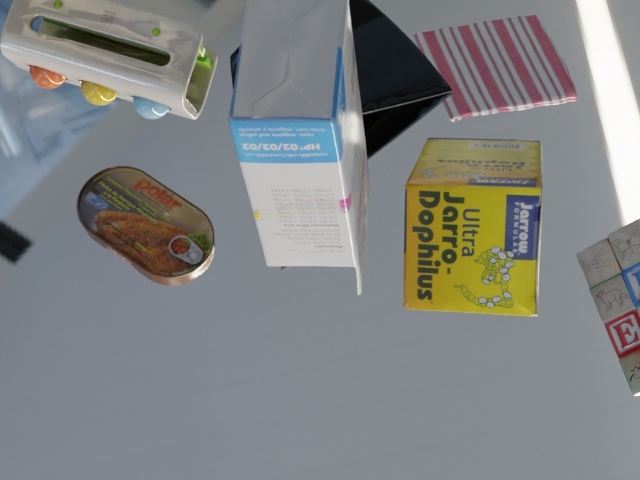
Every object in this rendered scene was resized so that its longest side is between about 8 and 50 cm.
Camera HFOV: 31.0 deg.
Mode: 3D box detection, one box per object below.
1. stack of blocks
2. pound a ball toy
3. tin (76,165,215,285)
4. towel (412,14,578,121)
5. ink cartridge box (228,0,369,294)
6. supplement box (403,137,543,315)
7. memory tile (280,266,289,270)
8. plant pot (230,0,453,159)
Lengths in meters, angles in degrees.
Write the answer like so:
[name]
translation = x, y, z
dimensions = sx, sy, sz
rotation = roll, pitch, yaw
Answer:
[stack of blocks]
translation = 0.436, 0.028, 1.198
dimensions = 0.297, 0.171, 0.087
rotation = -32, 156, 35
[pound a ball toy]
translation = -0.324, -0.267, 1.584
dimensions = 0.319, 0.135, 0.208
rotation = 16, 175, 7
[tin]
translation = -0.214, -0.019, 1.426
dimensions = 0.190, 0.040, 0.106
rotation = 34, -106, 17
[towel]
translation = 0.233, -0.229, 1.540
dimensions = 0.197, 0.144, 0.029
rotation = -11, 152, -17
[ink cartridge box]
translation = -0.008, -0.054, 0.709
dimensions = 0.062, 0.181, 0.104
rotation = 0, -125, 8
[supplement box]
translation = 0.243, -0.033, 1.782
dimensions = 0.195, 0.194, 0.356
rotation = 2, -165, 10
[memory tile]
translation = 0.000, 0.000, 1.833
dimensions = 0.148, 0.012, 0.113
rotation = -35, -178, -12
[plant pot]
translation = 0.004, -0.184, 1.347
dimensions = 0.187, 0.167, 0.188
rotation = -18, 167, -41
